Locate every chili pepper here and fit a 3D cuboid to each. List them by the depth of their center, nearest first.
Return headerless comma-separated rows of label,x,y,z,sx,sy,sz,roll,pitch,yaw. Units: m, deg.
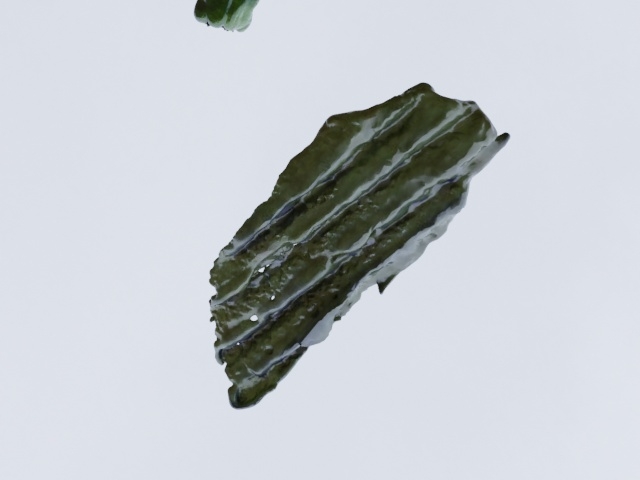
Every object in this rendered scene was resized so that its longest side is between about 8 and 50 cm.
chili pepper,-0.039,-0.224,1.322,0.182,0.050,0.073,-49,-122,43

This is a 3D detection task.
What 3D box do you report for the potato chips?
potato chips,0.000,0.000,0.919,0.207,0.092,0.028,-44,-152,22
